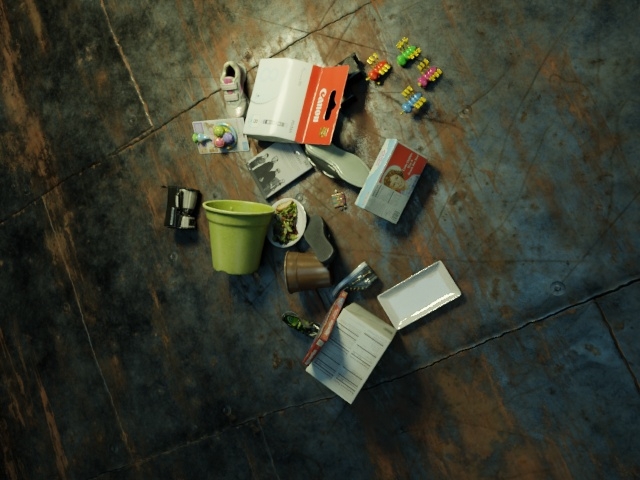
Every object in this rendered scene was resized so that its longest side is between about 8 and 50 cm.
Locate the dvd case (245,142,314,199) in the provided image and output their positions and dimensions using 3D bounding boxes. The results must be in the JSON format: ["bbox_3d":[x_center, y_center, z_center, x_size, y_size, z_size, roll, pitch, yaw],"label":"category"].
[{"bbox_3d":[-0.168,-0.301,1.755,0.238,0.029,0.179,-32,80,13],"label":"dvd case"}]

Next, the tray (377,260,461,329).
[{"bbox_3d":[0.358,0.201,1.587,0.270,0.030,0.145,-32,79,14],"label":"tray"}]

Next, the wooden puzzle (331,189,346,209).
[{"bbox_3d":[0.072,-0.157,1.692,0.049,0.006,0.083,-11,86,16],"label":"wooden puzzle"}]

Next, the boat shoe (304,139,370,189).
[{"bbox_3d":[0.070,-0.285,1.655,0.302,0.091,0.114,42,69,15],"label":"boat shoe"}]

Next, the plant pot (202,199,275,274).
[{"bbox_3d":[-0.322,-0.010,1.695,0.275,0.276,0.254,9,103,17],"label":"plant pot"}]

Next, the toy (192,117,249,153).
[{"bbox_3d":[-0.422,-0.426,1.797,0.237,0.056,0.137,2,116,19],"label":"toy"}]

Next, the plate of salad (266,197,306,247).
[{"bbox_3d":[-0.145,-0.072,1.715,0.199,0.048,0.200,-5,79,29],"label":"plate of salad"}]

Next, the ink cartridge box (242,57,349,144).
[{"bbox_3d":[-0.103,-0.530,1.647,0.384,0.091,0.308,13,89,35],"label":"ink cartridge box"}]

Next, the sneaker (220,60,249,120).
[{"bbox_3d":[-0.361,-0.615,1.776,0.102,0.111,0.253,-8,87,16],"label":"sneaker"}]

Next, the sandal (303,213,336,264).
[{"bbox_3d":[0.000,0.001,1.633,0.097,0.054,0.255,-37,42,17],"label":"sandal"}]

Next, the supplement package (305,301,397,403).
[{"bbox_3d":[0.117,0.394,1.566,0.198,0.199,0.263,32,98,14],"label":"supplement package"}]

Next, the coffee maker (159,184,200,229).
[{"bbox_3d":[-0.602,-0.137,1.850,0.171,0.120,0.178,8,90,40],"label":"coffee maker"}]

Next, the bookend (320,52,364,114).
[{"bbox_3d":[0.107,-0.596,1.655,0.157,0.072,0.156,-31,80,14],"label":"bookend"}]

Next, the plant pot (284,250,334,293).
[{"bbox_3d":[-0.037,0.116,1.648,0.165,0.167,0.167,-4,88,8],"label":"plant pot"}]

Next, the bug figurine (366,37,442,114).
[{"bbox_3d":[0.311,-0.601,1.596,0.216,0.072,0.279,-41,74,6],"label":"bug figurine"}]

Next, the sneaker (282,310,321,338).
[{"bbox_3d":[-0.069,0.335,1.686,0.188,0.078,0.067,24,96,15],"label":"sneaker"}]

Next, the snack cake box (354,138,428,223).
[{"bbox_3d":[0.253,-0.211,1.558,0.152,0.089,0.265,23,97,-22],"label":"snack cake box"}]

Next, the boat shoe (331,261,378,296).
[{"bbox_3d":[0.129,0.169,1.637,0.183,0.065,0.083,-44,76,10],"label":"boat shoe"}]

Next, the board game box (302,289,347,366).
[{"bbox_3d":[0.020,0.304,1.539,0.027,0.281,0.145,32,122,1],"label":"board game box"}]
